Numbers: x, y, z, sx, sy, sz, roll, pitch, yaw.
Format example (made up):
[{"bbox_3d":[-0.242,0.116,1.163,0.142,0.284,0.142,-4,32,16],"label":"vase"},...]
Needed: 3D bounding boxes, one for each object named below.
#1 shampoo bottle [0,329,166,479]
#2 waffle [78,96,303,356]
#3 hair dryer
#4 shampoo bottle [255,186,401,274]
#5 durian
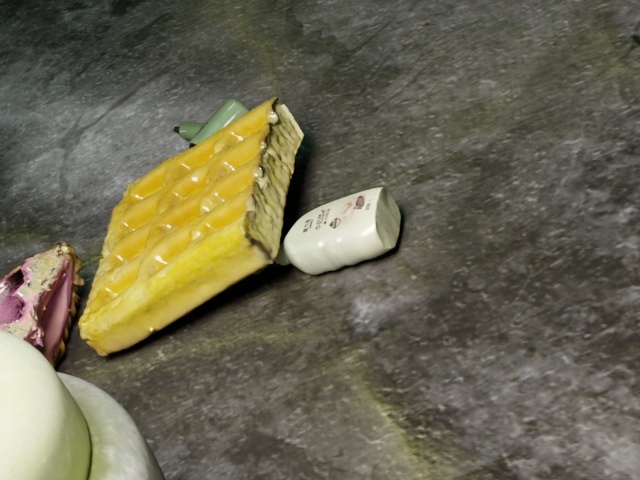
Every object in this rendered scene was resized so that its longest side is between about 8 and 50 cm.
[{"bbox_3d":[-0.259,0.246,1.189,0.322,0.317,0.322,-14,35,10],"label":"shampoo bottle"},{"bbox_3d":[-0.128,-0.015,1.620,0.221,0.055,0.248,-30,29,26],"label":"waffle"},{"bbox_3d":[-0.134,-0.122,1.816,0.071,0.047,0.150,-46,28,-18],"label":"hair dryer"},{"bbox_3d":[0.000,0.000,1.528,0.152,0.045,0.077,-20,36,30],"label":"shampoo bottle"},{"bbox_3d":[-0.317,0.131,1.582,0.191,0.112,0.341,-33,23,16],"label":"durian"}]
